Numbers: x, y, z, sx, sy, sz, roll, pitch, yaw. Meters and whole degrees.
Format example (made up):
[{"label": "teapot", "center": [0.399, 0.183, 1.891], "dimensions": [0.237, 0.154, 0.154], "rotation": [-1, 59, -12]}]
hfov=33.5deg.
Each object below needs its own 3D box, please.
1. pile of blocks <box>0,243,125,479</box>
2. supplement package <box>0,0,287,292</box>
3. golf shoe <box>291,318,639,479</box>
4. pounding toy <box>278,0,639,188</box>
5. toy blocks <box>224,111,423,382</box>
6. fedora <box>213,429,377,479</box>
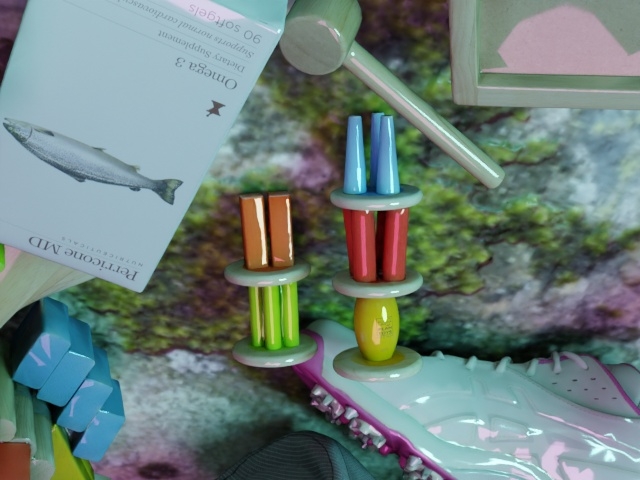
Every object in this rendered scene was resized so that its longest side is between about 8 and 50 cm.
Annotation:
[{"label": "pile of blocks", "center": [-0.192, 0.082, 0.636], "dimensions": [0.149, 0.112, 0.362], "rotation": [-24, 125, -3]}, {"label": "supplement package", "center": [-0.097, -0.081, 0.523], "dimensions": [0.105, 0.105, 0.179], "rotation": [20, 130, -16]}, {"label": "golf shoe", "center": [0.126, 0.119, 0.704], "dimensions": [0.306, 0.140, 0.115], "rotation": [31, 169, -1]}, {"label": "pounding toy", "center": [0.088, -0.119, 0.496], "dimensions": [0.206, 0.094, 0.181], "rotation": [3, 138, 12]}, {"label": "toy blocks", "center": [0.000, 0.000, 0.616], "dimensions": [0.123, 0.054, 0.148], "rotation": [5, 105, 26]}, {"label": "fedora", "center": [-0.019, 0.214, 0.719], "dimensions": [0.244, 0.275, 0.124], "rotation": [-30, 101, -22]}]
